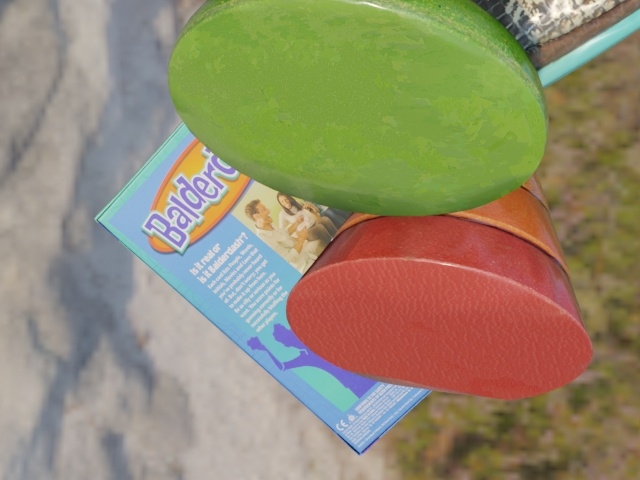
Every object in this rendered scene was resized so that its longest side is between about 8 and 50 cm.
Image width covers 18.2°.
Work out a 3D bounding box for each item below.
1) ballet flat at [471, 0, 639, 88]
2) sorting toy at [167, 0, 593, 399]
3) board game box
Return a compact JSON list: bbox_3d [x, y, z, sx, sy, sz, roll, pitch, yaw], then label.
[{"bbox_3d":[0.238,-0.223,0.968,0.164,0.483,0.182,-39,106,-78],"label":"ballet flat"},{"bbox_3d":[0.028,-0.077,0.703,0.365,0.127,0.126,66,32,-55],"label":"sorting toy"},{"bbox_3d":[0.000,0.000,1.133,0.210,0.160,0.047,42,30,-5],"label":"board game box"}]
